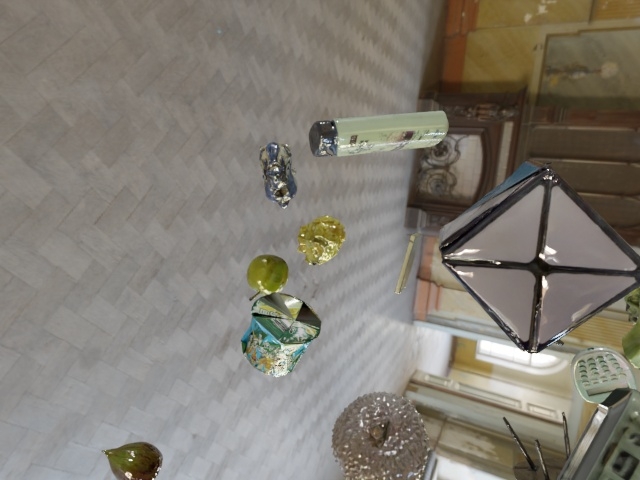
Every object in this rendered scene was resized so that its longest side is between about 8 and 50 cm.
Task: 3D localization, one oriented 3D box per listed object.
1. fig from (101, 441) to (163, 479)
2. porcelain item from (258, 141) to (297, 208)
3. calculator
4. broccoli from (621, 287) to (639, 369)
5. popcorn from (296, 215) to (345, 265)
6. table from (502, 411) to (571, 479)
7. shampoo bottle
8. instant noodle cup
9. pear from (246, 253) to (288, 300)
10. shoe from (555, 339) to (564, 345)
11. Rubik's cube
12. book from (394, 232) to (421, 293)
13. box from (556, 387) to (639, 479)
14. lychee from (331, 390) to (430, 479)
[{"bbox_3d":[-0.483,0.563,1.048,0.103,0.154,0.109,-63,-170,-24],"label":"fig"},{"bbox_3d":[-0.153,-0.234,1.551,0.288,0.137,0.187,89,-8,-59],"label":"porcelain item"},{"bbox_3d":[0.982,0.481,1.427,0.295,0.183,0.042,57,25,-19],"label":"calculator"},{"bbox_3d":[0.988,0.235,1.120,0.334,0.271,0.325,30,64,-36],"label":"broccoli"},{"bbox_3d":[0.000,0.000,2.094,0.215,0.251,0.287,-97,-162,-47],"label":"popcorn"},{"bbox_3d":[0.964,0.889,1.755,0.317,0.316,0.250,-14,86,-63],"label":"table"},{"bbox_3d":[0.146,-0.270,1.063,0.134,0.358,0.078,135,-57,-67],"label":"shampoo bottle"},{"bbox_3d":[-0.133,0.307,1.317,0.240,0.240,0.178,-30,147,-59],"label":"instant noodle cup"},{"bbox_3d":[-0.224,0.163,1.694,0.180,0.166,0.216,48,53,-42],"label":"pear"},{"bbox_3d":[0.755,0.288,1.364,0.159,0.062,0.053,-104,-149,-70],"label":"shoe"},{"bbox_3d":[0.477,0.018,0.959,0.307,0.310,0.305,-43,178,22],"label":"Rubik's cube"},{"bbox_3d":[0.404,0.100,1.885,0.190,0.025,0.270,-14,119,-67],"label":"book"},{"bbox_3d":[0.669,0.543,0.980,0.396,0.111,0.396,-60,146,-2],"label":"box"},{"bbox_3d":[0.237,0.788,1.591,0.433,0.379,0.381,76,33,-48],"label":"lychee"}]
